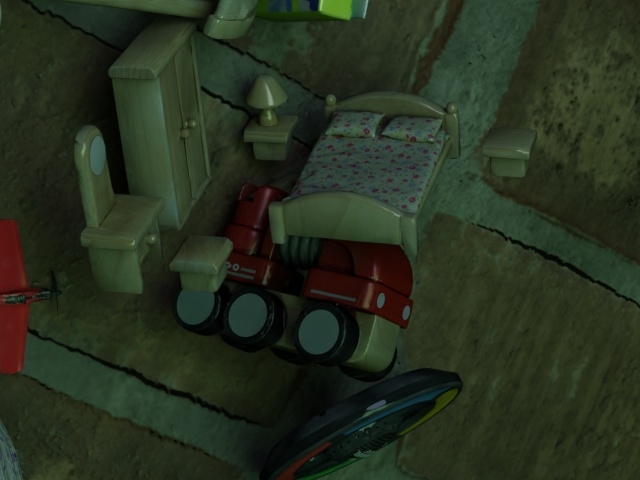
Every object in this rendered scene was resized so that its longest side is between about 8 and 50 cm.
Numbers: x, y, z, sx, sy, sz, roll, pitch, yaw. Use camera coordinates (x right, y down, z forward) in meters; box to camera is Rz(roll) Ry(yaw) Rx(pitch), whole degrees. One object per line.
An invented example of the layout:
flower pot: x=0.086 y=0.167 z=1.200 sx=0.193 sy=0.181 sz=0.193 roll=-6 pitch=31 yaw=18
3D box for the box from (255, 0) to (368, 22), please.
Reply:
box: x=-0.009 y=-0.267 z=1.481 sx=0.042 sy=0.178 sz=0.109 roll=9 pitch=92 yaw=-30

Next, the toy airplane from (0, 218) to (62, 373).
toy airplane: x=-0.314 y=0.054 z=1.440 sx=0.151 sy=0.028 sz=0.151 roll=-3 pitch=96 yaw=-29

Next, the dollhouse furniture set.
dollhouse furniture set: x=-0.004 y=-0.088 z=1.388 sx=0.303 sy=0.355 sz=0.174 roll=-63 pitch=153 yaw=-54

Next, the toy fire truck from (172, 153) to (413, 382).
toy fire truck: x=0.000 y=0.000 z=1.516 sx=0.158 sy=0.217 sz=0.246 roll=27 pitch=76 yaw=-58

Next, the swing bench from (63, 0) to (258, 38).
swing bench: x=-0.122 y=-0.331 z=1.373 sx=0.254 sy=0.165 sz=0.253 roll=9 pitch=113 yaw=-30

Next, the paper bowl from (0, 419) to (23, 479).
paper bowl: x=-0.394 y=0.230 z=1.310 sx=0.284 sy=0.148 sz=0.284 roll=0 pitch=83 yaw=0

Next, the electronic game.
electronic game: x=0.042 y=0.195 z=1.562 sx=0.229 sy=0.229 sz=0.048 roll=-20 pitch=73 yaw=-26
